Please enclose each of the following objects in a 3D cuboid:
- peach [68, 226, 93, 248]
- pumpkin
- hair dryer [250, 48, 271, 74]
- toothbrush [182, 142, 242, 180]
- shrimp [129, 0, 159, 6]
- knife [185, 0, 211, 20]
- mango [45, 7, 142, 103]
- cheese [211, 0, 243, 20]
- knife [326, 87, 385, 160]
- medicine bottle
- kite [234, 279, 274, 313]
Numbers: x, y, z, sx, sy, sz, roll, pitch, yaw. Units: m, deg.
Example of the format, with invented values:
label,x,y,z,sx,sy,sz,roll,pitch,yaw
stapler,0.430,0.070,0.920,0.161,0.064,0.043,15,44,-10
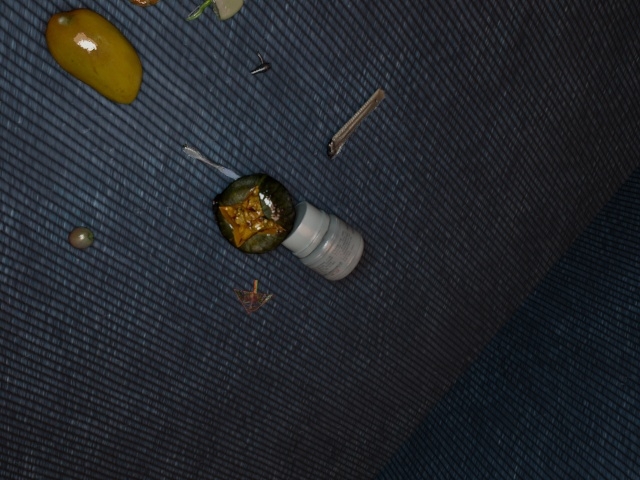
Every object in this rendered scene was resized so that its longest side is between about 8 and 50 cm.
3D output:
label,x,y,z,sx,sy,sz,roll,pitch,yaw
peach,-0.859,-0.010,1.682,0.083,0.083,0.083,-8,111,-20
pumpkin,-0.247,-0.100,1.799,0.320,0.192,0.320,3,105,11
hair dryer,-0.231,-0.663,1.741,0.079,0.031,0.083,-23,102,-4
toothbrush,-0.350,-0.260,1.827,0.413,0.042,0.035,30,112,-30
shrimp,-0.557,-0.908,1.495,0.290,0.054,0.222,-47,119,3
knife,-0.391,-0.815,1.617,0.184,0.022,0.026,-43,89,-2
mango,-0.704,-0.583,1.490,0.211,0.173,0.317,-45,125,-2
cheese,-0.289,-0.843,1.635,0.192,0.037,0.097,-32,136,-17
knife,0.141,-0.488,1.947,0.365,0.043,0.089,-49,152,-2
medicine bottle,0.000,0.000,1.947,0.306,0.245,0.245,35,93,-23
kite,-0.293,0.247,2.047,0.190,0.010,0.159,12,102,-27
